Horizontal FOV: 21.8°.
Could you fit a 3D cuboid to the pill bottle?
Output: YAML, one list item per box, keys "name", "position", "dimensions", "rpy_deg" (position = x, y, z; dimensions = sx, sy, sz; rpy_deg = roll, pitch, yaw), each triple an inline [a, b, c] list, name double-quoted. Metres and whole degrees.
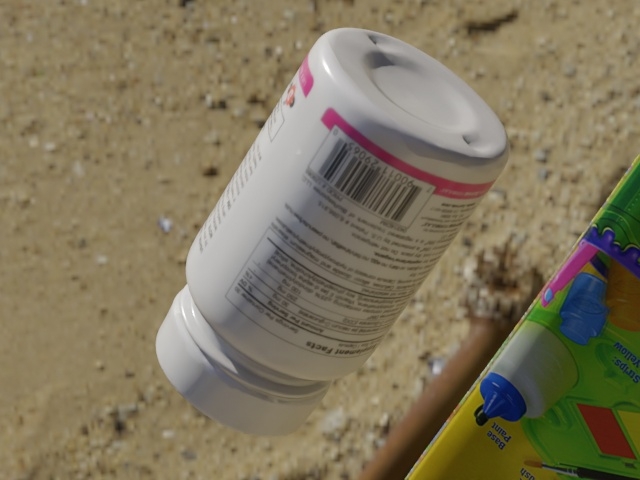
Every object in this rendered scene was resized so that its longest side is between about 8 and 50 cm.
- name: "pill bottle"
  position: [0.000, 0.000, 1.217]
  dimensions: [0.160, 0.283, 0.160]
  rpy_deg: [26, 28, -15]

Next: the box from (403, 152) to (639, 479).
- name: "box"
  position: [0.213, 0.097, 0.628]
  dimensions: [0.290, 0.279, 0.177]
  rpy_deg: [39, 35, 11]
